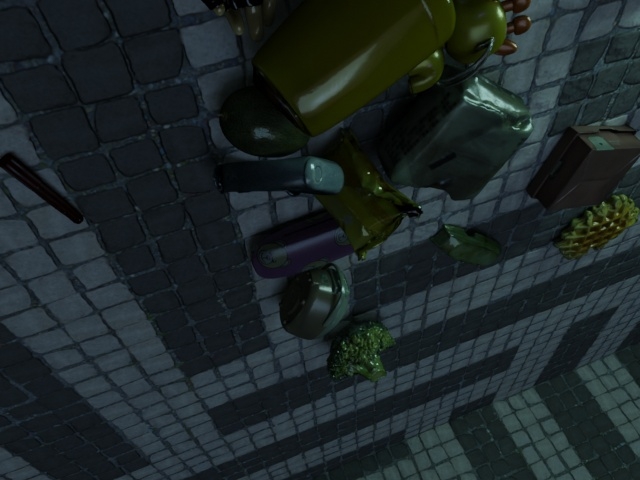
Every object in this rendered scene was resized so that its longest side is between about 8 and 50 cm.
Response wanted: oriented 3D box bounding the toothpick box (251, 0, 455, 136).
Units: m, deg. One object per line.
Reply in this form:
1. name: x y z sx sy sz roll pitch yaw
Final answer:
1. toothpick box: 0.037 -0.275 0.781 0.271 0.175 0.175 -40 143 1

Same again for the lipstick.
1. lipstick: -0.446 -0.077 0.899 0.027 0.027 0.176 -27 145 2

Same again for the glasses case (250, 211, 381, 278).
1. glasses case: 0.000 0.000 1.218 0.316 0.076 0.123 -20 145 -8

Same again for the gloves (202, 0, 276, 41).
1. gloves: -0.100 -0.345 0.703 0.164 0.124 0.203 4 170 6

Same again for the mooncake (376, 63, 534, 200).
1. mooncake: 0.264 -0.204 1.072 0.250 0.136 0.254 6 140 -34

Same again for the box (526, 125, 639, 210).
1. box: 0.666 -0.181 1.385 0.215 0.086 0.215 -6 139 -26

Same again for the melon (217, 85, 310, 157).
1. melon: -0.092 -0.192 0.895 0.167 0.114 0.114 1 137 -34

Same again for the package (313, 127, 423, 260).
1. package: 0.069 -0.087 1.053 0.168 0.226 0.090 -43 170 27

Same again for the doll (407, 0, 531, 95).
1. doll: 0.231 -0.332 0.894 0.220 0.135 0.143 -17 143 9

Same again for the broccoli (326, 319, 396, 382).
1. broccoli: 0.122 0.324 1.617 0.226 0.176 0.198 31 122 -32

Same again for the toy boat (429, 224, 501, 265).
1. toy boat: 0.416 0.021 1.511 0.293 0.055 0.093 13 131 -41

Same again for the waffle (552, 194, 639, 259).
1. waffle: 0.851 -0.034 1.706 0.250 0.056 0.261 14 130 -41

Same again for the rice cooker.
1. rice cooker: -0.018 0.149 1.339 0.127 0.145 0.206 13 127 -27

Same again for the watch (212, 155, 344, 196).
1. watch: -0.068 -0.111 0.969 0.193 0.068 0.206 2 -175 26
